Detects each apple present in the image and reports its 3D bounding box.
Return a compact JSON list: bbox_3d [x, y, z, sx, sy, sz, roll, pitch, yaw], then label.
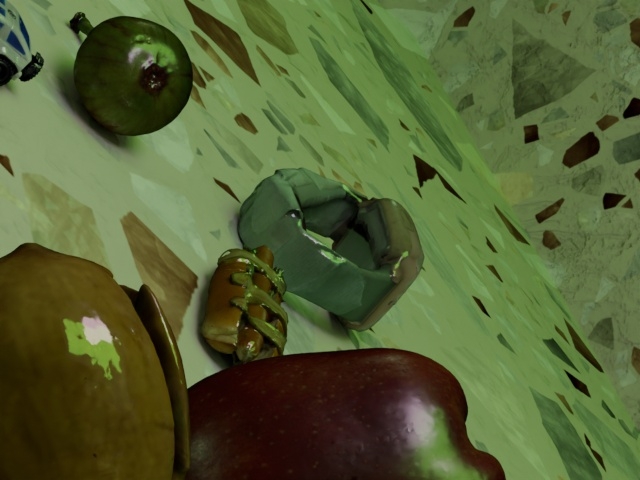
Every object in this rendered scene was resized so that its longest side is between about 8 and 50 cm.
[{"bbox_3d":[-0.002,0.234,1.361,0.288,0.317,0.288,159,-90,-86],"label":"apple"}]

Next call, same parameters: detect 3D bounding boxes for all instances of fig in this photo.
[{"bbox_3d":[-0.260,-0.216,1.994,0.151,0.151,0.259,42,-8,-29],"label":"fig"}]

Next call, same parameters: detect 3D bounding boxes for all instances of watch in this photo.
[{"bbox_3d":[0.000,0.000,2.155,0.241,0.162,0.253,30,21,-22],"label":"watch"}]

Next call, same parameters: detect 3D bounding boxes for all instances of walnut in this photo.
[{"bbox_3d":[-0.196,0.171,1.118,0.209,0.209,0.336,20,64,-60],"label":"walnut"}]

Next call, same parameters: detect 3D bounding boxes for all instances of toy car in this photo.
[{"bbox_3d":[-0.379,-0.239,1.745,0.170,0.070,0.080,40,19,-32],"label":"toy car"}]

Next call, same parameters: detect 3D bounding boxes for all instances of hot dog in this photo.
[{"bbox_3d":[-0.085,0.075,1.862,0.109,0.072,0.269,48,18,-19],"label":"hot dog"}]
